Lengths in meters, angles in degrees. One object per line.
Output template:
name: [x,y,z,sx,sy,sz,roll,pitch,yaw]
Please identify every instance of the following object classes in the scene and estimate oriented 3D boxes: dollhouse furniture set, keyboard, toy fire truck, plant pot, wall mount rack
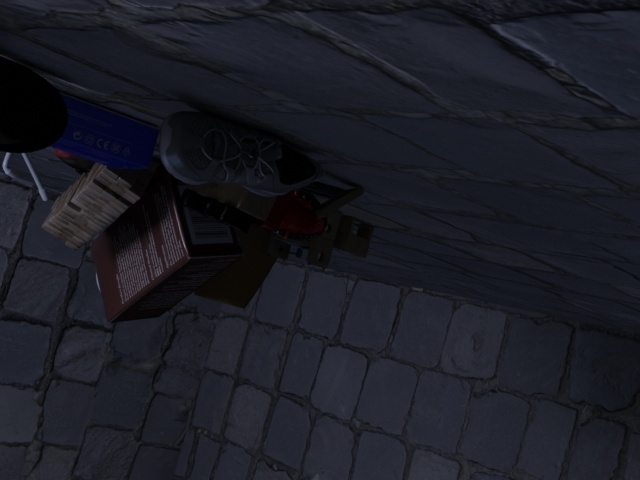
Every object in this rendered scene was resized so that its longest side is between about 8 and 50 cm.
dollhouse furniture set: [0.000,0.000,2.280,0.129,0.129,0.183,12,174,40]
keyboard: [-0.039,-0.101,1.890,0.180,0.023,0.108,15,175,-4]
toy fire truck: [-0.075,-0.072,1.756,0.246,0.159,0.217,27,176,-34]
plant pot: [-0.193,0.016,2.348,0.237,0.254,0.237,16,174,2]
wall mount rack: [-0.659,-0.173,2.396,0.350,0.131,0.304,13,175,36]

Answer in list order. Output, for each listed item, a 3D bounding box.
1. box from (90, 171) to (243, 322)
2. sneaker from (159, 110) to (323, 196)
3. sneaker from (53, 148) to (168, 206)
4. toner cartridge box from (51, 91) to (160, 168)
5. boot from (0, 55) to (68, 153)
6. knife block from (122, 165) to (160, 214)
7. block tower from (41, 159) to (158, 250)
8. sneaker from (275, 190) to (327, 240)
box: [-0.326,0.019,2.165,0.143,0.191,0.381,-2,160,-40]
sneaker: [-0.110,-0.129,1.492,0.115,0.105,0.281,-4,172,39]
sneaker: [-0.438,-0.131,2.150,0.097,0.135,0.276,14,174,43]
toner cartridge box: [-0.457,-0.205,1.717,0.347,0.075,0.165,19,175,-30]
boot: [-0.455,-0.205,1.377,0.348,0.131,0.260,20,174,-37]
knife block: [-0.392,-0.135,2.392,0.088,0.242,0.275,18,130,-39]
block tower: [-0.436,-0.085,2.046,0.091,0.097,0.335,36,145,-19]
sneaker: [-0.108,-0.084,2.023,0.261,0.104,0.125,22,-171,-11]
